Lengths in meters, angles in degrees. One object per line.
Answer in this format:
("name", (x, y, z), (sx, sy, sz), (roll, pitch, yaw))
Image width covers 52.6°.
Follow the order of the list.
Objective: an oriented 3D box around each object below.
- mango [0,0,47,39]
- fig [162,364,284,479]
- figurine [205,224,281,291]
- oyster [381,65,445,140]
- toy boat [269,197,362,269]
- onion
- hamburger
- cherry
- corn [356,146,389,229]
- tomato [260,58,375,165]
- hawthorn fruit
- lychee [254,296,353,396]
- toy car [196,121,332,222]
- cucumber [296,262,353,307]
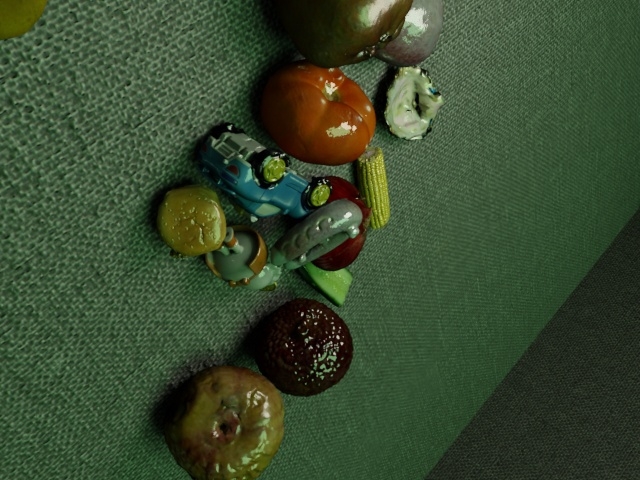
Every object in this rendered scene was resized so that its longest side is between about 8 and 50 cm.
("mango", (-0.492, -0.407, 0.810), (0.253, 0.182, 0.365), (-53, 140, -13))
("fig", (-0.218, 0.463, 1.609), (0.286, 0.286, 0.369), (-52, 166, -13))
("figurine", (-0.170, 0.057, 1.483), (0.143, 0.143, 0.271), (-44, 136, -22))
("oyster", (0.248, -0.369, 1.752), (0.259, 0.092, 0.198), (14, 101, -42))
("toy boat", (0.000, 0.000, 1.451), (0.227, 0.085, 0.155), (-36, 160, 9))
("onion", (0.037, -0.042, 1.630), (0.248, 0.161, 0.248), (-15, 113, -40))
("hamburger", (-0.264, -0.039, 1.324), (0.138, 0.083, 0.147), (-12, 100, -4))
("cherry", (0.187, -0.517, 1.513), (0.266, 0.183, 0.213), (-5, 104, -43))
("corn", (0.145, -0.137, 1.769), (0.081, 0.081, 0.248), (-37, 135, -29))
("tomato", (-0.007, -0.268, 1.416), (0.260, 0.260, 0.180), (-21, 158, -40))
("hawthorn fruit", (0.031, -0.503, 1.292), (0.268, 0.301, 0.268), (-43, -178, 2))
("lychee", (-0.042, 0.279, 1.655), (0.260, 0.260, 0.261), (-26, 129, -37))
("toy car", (-0.120, -0.122, 1.394), (0.314, 0.198, 0.166), (24, 101, -52))
("cucumber", (-0.004, 0.085, 1.737), (0.244, 0.063, 0.115), (47, 50, -45))
